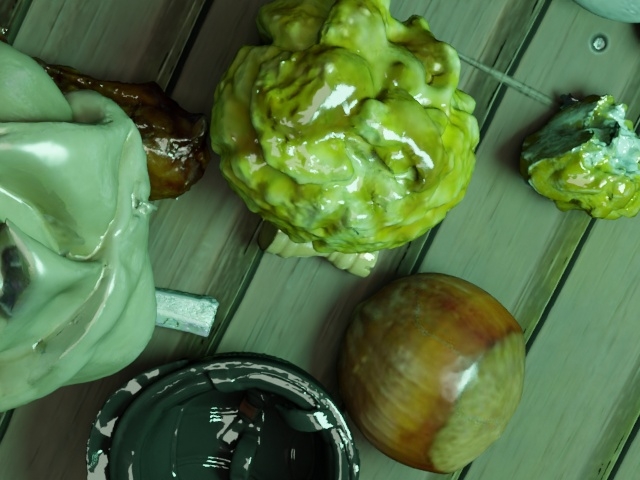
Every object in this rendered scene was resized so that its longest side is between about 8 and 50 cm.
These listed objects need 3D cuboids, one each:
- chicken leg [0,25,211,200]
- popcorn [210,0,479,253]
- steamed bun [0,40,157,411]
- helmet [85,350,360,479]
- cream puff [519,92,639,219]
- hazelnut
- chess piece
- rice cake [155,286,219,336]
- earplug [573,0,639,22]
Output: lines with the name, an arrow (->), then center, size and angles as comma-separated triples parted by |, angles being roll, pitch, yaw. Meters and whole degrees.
chicken leg -> -0.252, -0.143, 1.445 | 0.304, 0.093, 0.113 | 28, 89, -7
popcorn -> 0.030, -0.113, 1.403 | 0.282, 0.247, 0.282 | 8, 74, -30
steamed bun -> -0.333, -0.002, 1.327 | 0.342, 0.255, 0.367 | 3, 108, 7
helmet -> -0.096, 0.222, 1.497 | 0.279, 0.160, 0.230 | 6, 99, 3
cream puff -> 0.297, -0.076, 1.532 | 0.156, 0.156, 0.121 | 39, 127, -15
hazelnut -> 0.117, 0.137, 1.517 | 0.214, 0.176, 0.214 | -2, 78, 8
chess piece -> 0.000, 0.000, 1.528 | 0.122, 0.066, 0.066 | 19, 96, -20
rice cake -> -0.215, 0.062, 1.509 | 0.211, 0.034, 0.043 | 12, 94, -12
earplug -> 0.378, -0.303, 1.494 | 0.325, 0.175, 0.214 | 39, 129, -11
